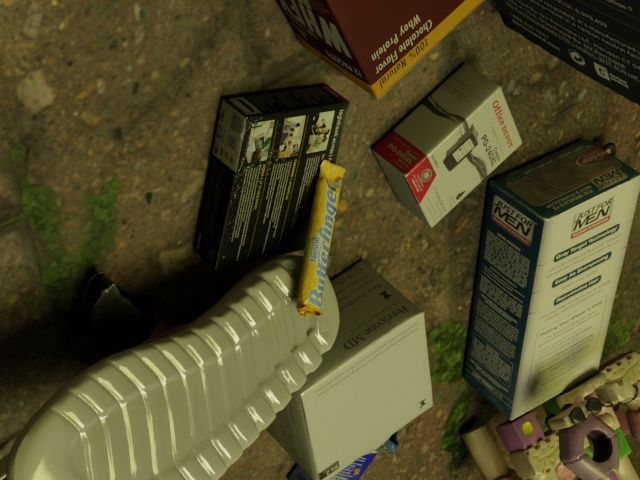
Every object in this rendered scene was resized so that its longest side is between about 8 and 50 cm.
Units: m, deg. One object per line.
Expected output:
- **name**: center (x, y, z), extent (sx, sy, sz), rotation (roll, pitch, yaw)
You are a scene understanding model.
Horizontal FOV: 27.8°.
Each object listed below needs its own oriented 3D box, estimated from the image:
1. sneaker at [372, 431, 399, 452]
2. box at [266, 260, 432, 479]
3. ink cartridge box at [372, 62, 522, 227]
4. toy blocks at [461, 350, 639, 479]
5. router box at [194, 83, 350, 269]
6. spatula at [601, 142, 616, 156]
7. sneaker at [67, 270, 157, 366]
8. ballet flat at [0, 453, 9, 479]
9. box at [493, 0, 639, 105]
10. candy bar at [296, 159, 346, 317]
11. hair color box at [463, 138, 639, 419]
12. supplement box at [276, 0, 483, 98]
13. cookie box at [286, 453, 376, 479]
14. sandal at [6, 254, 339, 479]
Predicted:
- **sneaker**: center (0.094, 0.207, 1.642), extent (0.052, 0.058, 0.135), rotation (22, 77, -52)
- **box**: center (0.024, 0.155, 1.508), extent (0.181, 0.119, 0.182), rotation (-32, 139, -21)
- **ink cartridge box**: center (0.145, -0.107, 1.450), extent (0.150, 0.063, 0.109), rotation (-43, 141, -8)
- **toy blocks**: center (0.410, 0.320, 1.807), extent (0.289, 0.260, 0.309), rotation (-24, 176, -27)
- **router box**: center (-0.050, -0.064, 1.311), extent (0.133, 0.046, 0.178), rotation (-12, 130, -38)
- **spatula**: center (0.373, -0.017, 1.772), extent (0.084, 0.030, 0.296), rotation (-27, 137, -24)
- **sneaker**: center (-0.189, 0.096, 1.307), extent (0.089, 0.051, 0.170), rotation (-49, 139, 6)
- **ballet flat**: center (-0.272, 0.234, 1.332), extent (0.231, 0.077, 0.077), rotation (-25, 120, -25)
- **box**: center (0.357, -0.453, 1.187), extent (0.480, 0.297, 0.472), rotation (-44, 140, -6)
- **candy bar**: center (0.000, 0.000, 1.321), extent (0.040, 0.018, 0.161), rotation (15, 83, -53)
- **hair color box**: center (0.299, 0.055, 1.700), extent (0.174, 0.105, 0.347), rotation (-24, 136, -29)
- **supplement box**: center (0.049, -0.274, 1.164), extent (0.191, 0.129, 0.194), rotation (-43, 141, -7)
- **cookie box**: center (0.022, 0.283, 1.676), extent (0.107, 0.040, 0.092), rotation (-55, 141, 7)
- **sandal**: center (-0.139, 0.154, 1.274), extent (0.416, 0.102, 0.169), rotation (-31, 108, -39)
